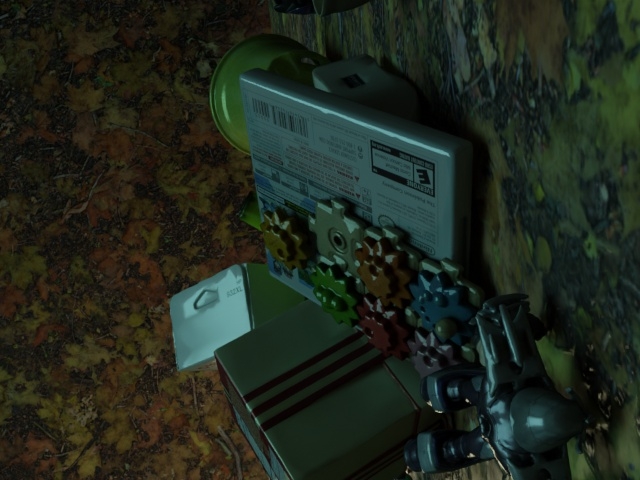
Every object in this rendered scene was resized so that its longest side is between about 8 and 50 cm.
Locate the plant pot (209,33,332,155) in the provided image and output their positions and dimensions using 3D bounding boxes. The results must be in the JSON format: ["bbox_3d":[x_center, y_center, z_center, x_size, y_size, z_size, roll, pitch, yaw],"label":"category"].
[{"bbox_3d":[-0.074,-0.300,1.593,0.254,0.276,0.275,-151,53,-70],"label":"plant pot"}]

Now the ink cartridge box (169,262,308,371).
[{"bbox_3d":[-0.064,0.134,1.289,0.223,0.308,0.128,-26,67,43],"label":"ink cartridge box"}]

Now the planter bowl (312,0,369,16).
[{"bbox_3d":[0.044,-0.358,0.923,0.162,0.109,0.162,173,90,-84],"label":"planter bowl"}]

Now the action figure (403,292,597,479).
[{"bbox_3d":[0.147,0.140,0.621,0.285,0.099,0.185,125,145,-75],"label":"action figure"}]

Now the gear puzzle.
[{"bbox_3d":[0.035,0.046,0.866,0.339,0.044,0.175,31,139,37],"label":"gear puzzle"}]

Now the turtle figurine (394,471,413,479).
[{"bbox_3d":[0.092,0.327,1.284,0.175,0.118,0.234,26,-140,-79],"label":"turtle figurine"}]

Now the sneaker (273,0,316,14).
[{"bbox_3d":[-0.047,-0.536,1.537,0.283,0.124,0.107,103,158,-74],"label":"sneaker"}]

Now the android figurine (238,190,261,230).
[{"bbox_3d":[0.004,0.006,1.167,0.056,0.273,0.248,-62,7,3],"label":"android figurine"}]

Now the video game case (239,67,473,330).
[{"bbox_3d":[0.036,-0.022,0.888,0.329,0.036,0.299,28,136,40],"label":"video game case"}]

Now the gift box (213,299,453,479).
[{"bbox_3d":[0.036,0.240,1.062,0.276,0.258,0.255,52,160,26],"label":"gift box"}]

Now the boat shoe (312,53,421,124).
[{"bbox_3d":[0.069,-0.133,1.022,0.340,0.127,0.158,-99,-7,-62],"label":"boat shoe"}]
